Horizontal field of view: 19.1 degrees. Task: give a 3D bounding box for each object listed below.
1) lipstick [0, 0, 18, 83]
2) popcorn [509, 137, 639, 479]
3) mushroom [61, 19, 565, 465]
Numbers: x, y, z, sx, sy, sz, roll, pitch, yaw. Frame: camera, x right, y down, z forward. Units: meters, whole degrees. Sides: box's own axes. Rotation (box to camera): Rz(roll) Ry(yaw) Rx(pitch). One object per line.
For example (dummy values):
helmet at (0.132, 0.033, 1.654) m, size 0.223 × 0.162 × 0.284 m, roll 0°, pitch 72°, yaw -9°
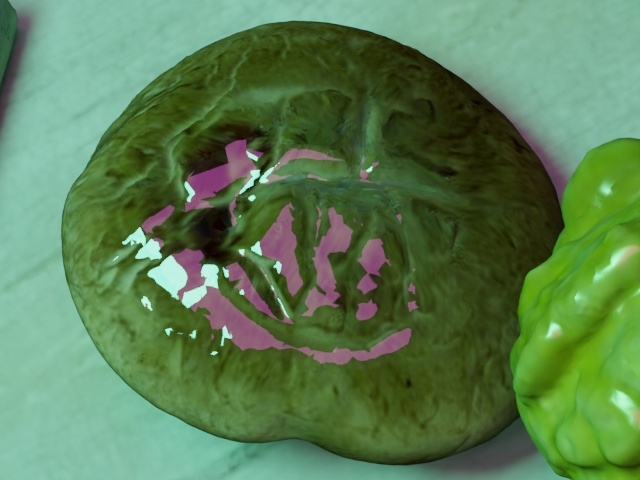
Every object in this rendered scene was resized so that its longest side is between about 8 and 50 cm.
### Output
lipstick at (-0.249, -0.033, 1.120) m, size 0.077 × 0.079 × 0.252 m, roll 8°, pitch 74°, yaw 12°
popcorn at (0.211, 0.055, 0.926) m, size 0.256 × 0.195 × 0.255 m, roll 0°, pitch 61°, yaw -25°
mushroom at (0.000, 0.000, 1.021) m, size 0.278 × 0.146 × 0.278 m, roll 5°, pitch 60°, yaw -8°
